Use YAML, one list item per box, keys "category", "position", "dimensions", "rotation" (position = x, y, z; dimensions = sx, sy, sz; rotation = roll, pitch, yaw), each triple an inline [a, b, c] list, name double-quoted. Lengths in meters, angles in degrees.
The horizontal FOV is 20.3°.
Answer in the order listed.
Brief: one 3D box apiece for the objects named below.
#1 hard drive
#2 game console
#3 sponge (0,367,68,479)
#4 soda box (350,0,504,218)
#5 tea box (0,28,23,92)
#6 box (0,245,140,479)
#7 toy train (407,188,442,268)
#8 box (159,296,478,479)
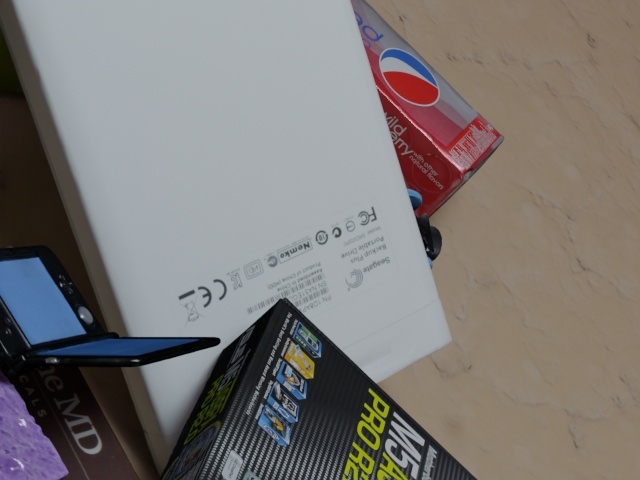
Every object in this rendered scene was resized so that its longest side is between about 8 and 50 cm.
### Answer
- category: "hard drive"
  position: [-0.058, -0.052, 1.164]
  dimensions: [0.233, 0.047, 0.353]
  rotation: [-25, 105, -30]
- category: "game console"
  position: [-0.126, 0.034, 0.960]
  dimensions: [0.107, 0.071, 0.122]
  rotation: [57, 15, 8]
- category: "sponge"
  position: [-0.227, 0.107, 0.849]
  dimensions: [0.210, 0.031, 0.117]
  rotation: [-25, 76, -50]
- category: "soda box"
  position: [0.018, -0.133, 1.454]
  dimensions: [0.263, 0.092, 0.083]
  rotation: [45, 37, 1]
- category: "tea box"
  position: [-0.207, -0.296, 1.299]
  dimensions: [0.323, 0.220, 0.329]
  rotation: [7, 51, -39]
- category: "box"
  position: [-0.289, 0.140, 0.898]
  dimensions: [0.381, 0.143, 0.191]
  rotation: [-13, 65, -49]
- category: "toy train"
  position: [0.000, 0.000, 1.307]
  dimensions: [0.184, 0.105, 0.080]
  rotation: [9, 63, -36]
- category: "box"
  position: [0.012, 0.173, 1.025]
  dimensions: [0.216, 0.060, 0.270]
  rotation: [43, 23, -8]
